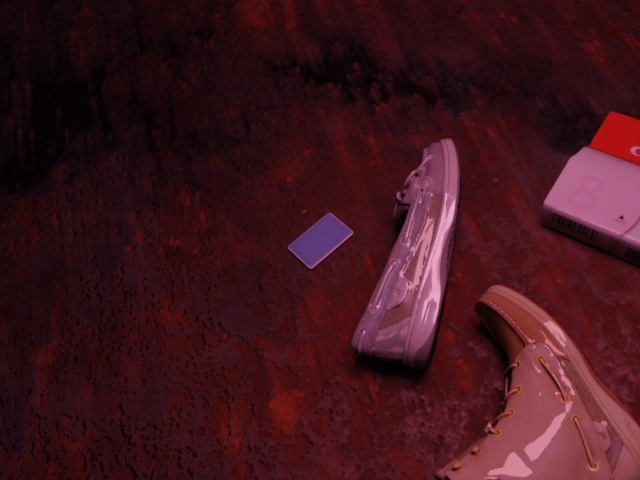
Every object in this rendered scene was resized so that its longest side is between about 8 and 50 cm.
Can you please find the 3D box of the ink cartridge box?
[{"bbox_3d":[0.430,-0.081,0.894,0.189,0.066,0.232,27,71,25],"label":"ink cartridge box"}]

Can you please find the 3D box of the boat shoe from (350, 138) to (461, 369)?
[{"bbox_3d":[0.120,0.004,0.867,0.103,0.118,0.321,9,67,12],"label":"boat shoe"}]

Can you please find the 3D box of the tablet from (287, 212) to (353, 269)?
[{"bbox_3d":[0.000,0.000,0.957,0.083,0.006,0.054,-40,59,-15],"label":"tablet"}]

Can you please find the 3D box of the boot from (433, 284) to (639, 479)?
[{"bbox_3d":[0.203,0.192,0.741,0.203,0.095,0.262,-31,63,-8],"label":"boot"}]
